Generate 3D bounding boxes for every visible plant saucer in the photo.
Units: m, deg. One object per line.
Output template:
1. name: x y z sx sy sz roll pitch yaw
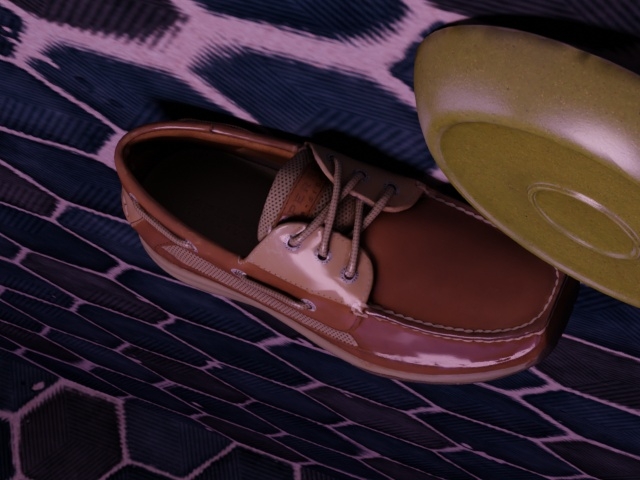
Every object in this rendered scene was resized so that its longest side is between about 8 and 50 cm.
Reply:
1. plant saucer: 0.143 -0.022 0.862 0.241 0.037 0.241 30 167 8

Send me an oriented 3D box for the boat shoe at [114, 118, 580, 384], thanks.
1. boat shoe: 0.000 0.000 1.069 0.324 0.122 0.120 14 160 27
